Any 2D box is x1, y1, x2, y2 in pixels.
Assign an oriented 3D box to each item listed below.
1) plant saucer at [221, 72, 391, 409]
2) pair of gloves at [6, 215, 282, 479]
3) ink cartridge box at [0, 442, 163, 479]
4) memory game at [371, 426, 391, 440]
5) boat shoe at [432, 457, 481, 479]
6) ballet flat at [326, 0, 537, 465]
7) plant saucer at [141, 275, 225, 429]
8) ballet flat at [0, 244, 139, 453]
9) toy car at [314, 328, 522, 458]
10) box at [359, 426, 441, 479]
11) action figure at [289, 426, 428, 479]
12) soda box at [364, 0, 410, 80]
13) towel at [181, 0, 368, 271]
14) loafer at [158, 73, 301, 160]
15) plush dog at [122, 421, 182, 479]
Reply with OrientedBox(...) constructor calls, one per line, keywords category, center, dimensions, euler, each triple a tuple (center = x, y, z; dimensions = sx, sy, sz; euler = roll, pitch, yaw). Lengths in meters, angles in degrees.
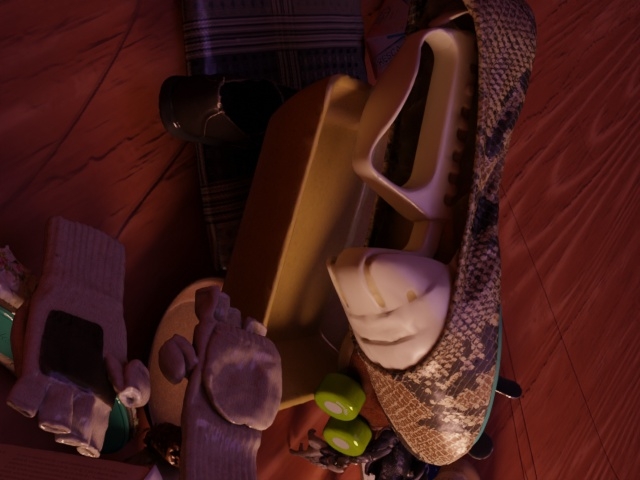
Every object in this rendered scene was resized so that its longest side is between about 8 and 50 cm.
OrientedBox(category="plant saucer", center=(0.000, 0.000, 1.167), dimensions=(0.333, 0.081, 0.332), euler=(2, 105, -67))
OrientedBox(category="pair of gloves", center=(-0.129, 0.099, 0.896), dimensions=(0.240, 0.042, 0.204), euler=(31, 43, -25))
OrientedBox(category="ink cartridge box", center=(-0.218, 0.274, 0.747), dimensions=(0.130, 0.309, 0.272), euler=(-47, 129, -47))
OrientedBox(category="memory game", center=(0.109, 0.200, 1.452), dimensions=(0.186, 0.012, 0.186), euler=(-6, 97, -60))
OrientedBox(category="boat shoe", center=(0.201, 0.437, 1.541), dimensions=(0.110, 0.122, 0.341), euler=(-60, 151, -42))
OrientedBox(category="ballet flat", center=(0.093, -0.033, 1.074), dimensions=(0.182, 0.164, 0.483), euler=(16, 81, -45))
OrientedBox(category="plant saucer", center=(-0.123, 0.135, 1.143), dimensions=(0.198, 0.036, 0.198), euler=(1, 89, -57))
OrientedBox(category="ballet flat", center=(-0.223, 0.090, 0.951), dimensions=(0.077, 0.091, 0.241), euler=(-91, 160, -44))
OrientedBox(category="toy car", center=(0.114, 0.162, 1.203), dimensions=(0.155, 0.188, 0.149), euler=(-57, 153, -31))
OrientedBox(category="box", center=(0.128, 0.308, 1.537), dimensions=(0.225, 0.036, 0.136), euler=(-28, 114, -55))
OrientedBox(category="action figure", center=(0.032, 0.292, 1.297), dimensions=(0.276, 0.141, 0.164), euler=(-38, 120, -37))
OrientedBox(category="soda box", center=(0.106, -0.266, 1.425), dimensions=(0.183, 0.063, 0.058), euler=(-68, 146, -57))
OrientedBox(category="towel", center=(-0.039, -0.143, 1.269), dimensions=(0.324, 0.056, 0.312), euler=(-16, 101, -54))
OrientedBox(category="loafer", center=(-0.061, -0.122, 1.118), dimensions=(0.220, 0.078, 0.080), euler=(-4, 91, -53))
OrientedBox(category="plush dog", center=(-0.171, 0.282, 0.980), dimensions=(0.225, 0.210, 0.262), euler=(-57, 167, -60))
